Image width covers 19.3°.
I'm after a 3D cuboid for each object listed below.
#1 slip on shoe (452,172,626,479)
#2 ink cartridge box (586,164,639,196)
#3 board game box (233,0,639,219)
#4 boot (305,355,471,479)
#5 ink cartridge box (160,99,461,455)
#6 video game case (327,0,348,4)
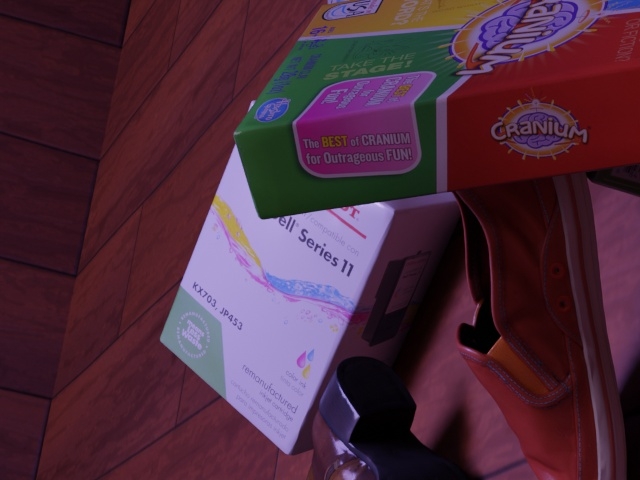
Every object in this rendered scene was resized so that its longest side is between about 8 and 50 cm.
[{"bbox_3d":[0.144,0.076,1.299,0.123,0.101,0.331,-120,19,-73],"label":"slip on shoe"},{"bbox_3d":[0.218,-0.086,1.338,0.209,0.109,0.062,-119,46,-67],"label":"ink cartridge box"},{"bbox_3d":[0.128,-0.113,1.236,0.242,0.316,0.064,-63,-39,-60],"label":"board game box"},{"bbox_3d":[0.035,0.285,1.632,0.264,0.096,0.280,55,141,38],"label":"boot"},{"bbox_3d":[0.000,0.000,1.804,0.207,0.119,0.353,38,119,31],"label":"ink cartridge box"},{"bbox_3d":[0.055,-0.376,2.278,0.212,0.023,0.193,121,157,-43],"label":"video game case"}]
